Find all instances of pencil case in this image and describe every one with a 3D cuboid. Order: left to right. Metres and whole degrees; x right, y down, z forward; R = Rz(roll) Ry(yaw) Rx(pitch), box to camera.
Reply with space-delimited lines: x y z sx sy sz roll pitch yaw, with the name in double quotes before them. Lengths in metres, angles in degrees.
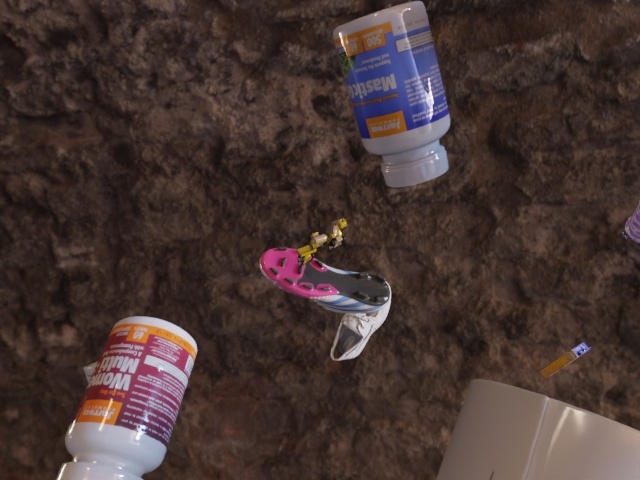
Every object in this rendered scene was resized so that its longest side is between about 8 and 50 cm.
"pencil case" 0.737 -0.076 1.128 0.086 0.088 0.206 -9 -34 4

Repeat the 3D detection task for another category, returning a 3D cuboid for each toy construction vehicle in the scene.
"toy construction vehicle" 0.000 0.000 0.910 0.035 0.086 0.098 62 -22 17

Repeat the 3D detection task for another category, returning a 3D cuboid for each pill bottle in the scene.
"pill bottle" -0.245 0.219 0.659 0.121 0.221 0.121 6 -39 5
"pill bottle" 0.127 -0.233 0.853 0.152 0.152 0.272 -8 -70 29

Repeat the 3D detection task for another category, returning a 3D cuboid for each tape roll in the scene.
"tape roll" 0.241 0.265 0.512 0.246 0.169 0.246 23 -14 6

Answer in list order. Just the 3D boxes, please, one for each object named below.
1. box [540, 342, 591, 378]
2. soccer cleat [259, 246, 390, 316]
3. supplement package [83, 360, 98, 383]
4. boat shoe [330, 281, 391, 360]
"box" 0.677 0.326 1.418 0.028 0.081 0.136 55 -49 26
"soccer cleat" 0.003 0.118 1.254 0.331 0.116 0.143 17 -35 -9
"supplement package" -0.402 0.328 1.087 0.105 0.105 0.179 -13 -86 38
"boat shoe" 0.109 0.231 1.445 0.098 0.096 0.277 33 -68 25
